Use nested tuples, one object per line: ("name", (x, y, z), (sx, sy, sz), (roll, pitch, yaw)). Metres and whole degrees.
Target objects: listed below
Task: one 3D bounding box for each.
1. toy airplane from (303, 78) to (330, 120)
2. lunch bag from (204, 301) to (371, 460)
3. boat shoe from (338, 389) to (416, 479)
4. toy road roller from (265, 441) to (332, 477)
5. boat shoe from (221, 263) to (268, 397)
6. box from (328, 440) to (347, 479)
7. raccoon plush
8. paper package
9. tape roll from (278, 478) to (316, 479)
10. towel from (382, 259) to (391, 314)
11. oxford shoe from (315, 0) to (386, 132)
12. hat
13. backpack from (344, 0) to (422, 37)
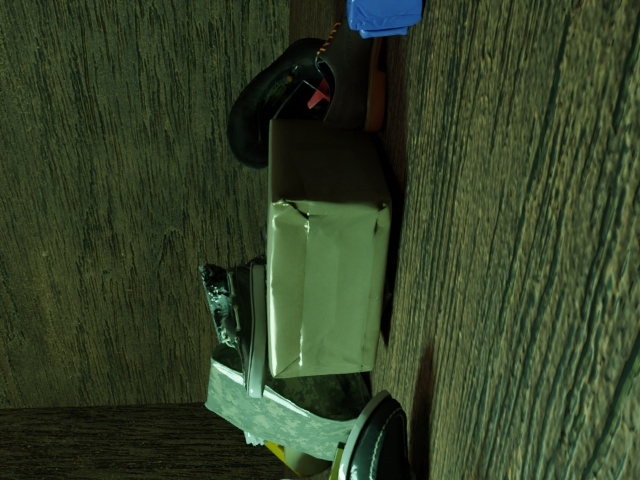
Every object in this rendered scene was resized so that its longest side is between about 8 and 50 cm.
("toy airplane", (0.022, -0.239, 1.362), (0.028, 0.151, 0.151), (20, -118, -51))
("lunch bag", (-0.046, 0.267, 1.412), (0.169, 0.287, 0.235), (-56, -10, -33))
("boat shoe", (0.081, 0.321, 0.970), (0.114, 0.091, 0.302), (-32, -45, -43))
("toy road roller", (-0.048, 0.354, 1.832), (0.329, 0.241, 0.202), (37, 140, 32))
("boat shoe", (-0.117, 0.139, 1.218), (0.077, 0.070, 0.219), (91, 176, -58))
("box", (0.026, 0.455, 1.287), (0.087, 0.058, 0.232), (99, -174, -55))
("raccoon plush", (-0.073, 0.173, 1.683), (0.216, 0.299, 0.446), (-140, 36, -74))
("paper package", (0.000, 0.000, 1.219), (0.325, 0.168, 0.309), (-97, 9, -60))
("tape roll", (-0.045, 0.663, 1.527), (0.392, 0.072, 0.392), (-30, 55, 54))
("towel", (0.093, 0.072, 1.170), (0.083, 0.009, 0.060), (101, 167, -58))
("oxford shoe", (0.043, -0.298, 1.180), (0.097, 0.098, 0.271), (130, 139, -80))
("hat", (-0.027, -0.236, 1.524), (0.134, 0.331, 0.331), (40, -149, -39))
("backpack", (0.070, -0.313, 0.956), (0.101, 0.098, 0.120), (94, 172, -63))
